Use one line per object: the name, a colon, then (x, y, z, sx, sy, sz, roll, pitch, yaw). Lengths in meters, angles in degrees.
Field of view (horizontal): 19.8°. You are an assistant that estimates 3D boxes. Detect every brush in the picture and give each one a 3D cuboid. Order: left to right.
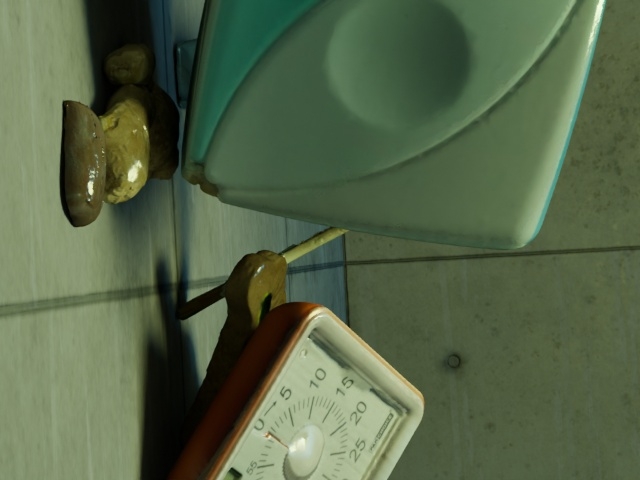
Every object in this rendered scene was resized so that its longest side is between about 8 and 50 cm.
brush: (0.000, 0.000, 1.960, 0.020, 0.336, 0.085, 61, 8, -2)

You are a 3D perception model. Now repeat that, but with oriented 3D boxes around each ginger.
ginger: (-0.164, -0.092, 1.649, 0.214, 0.059, 0.133, -89, 169, -48)

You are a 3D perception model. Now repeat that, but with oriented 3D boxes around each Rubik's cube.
Rubik's cube: (0.065, -0.213, 1.742, 0.347, 0.352, 0.351, -92, -164, -71)

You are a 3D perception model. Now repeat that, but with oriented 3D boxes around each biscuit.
biscuit: (-0.080, 0.134, 1.939, 0.183, 0.047, 0.320, -46, 155, -48)

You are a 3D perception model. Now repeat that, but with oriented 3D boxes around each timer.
timer: (-0.045, 0.202, 1.820, 0.257, 0.161, 0.250, -59, 155, -11)

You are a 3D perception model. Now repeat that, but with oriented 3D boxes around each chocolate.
chocolate: (-0.191, -0.064, 1.508, 0.064, 0.031, 0.100, 84, 3, -69)

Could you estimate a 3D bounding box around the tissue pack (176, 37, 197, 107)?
tissue pack: (-0.023, -0.201, 2.093, 0.177, 0.263, 0.089, -47, 131, -83)
